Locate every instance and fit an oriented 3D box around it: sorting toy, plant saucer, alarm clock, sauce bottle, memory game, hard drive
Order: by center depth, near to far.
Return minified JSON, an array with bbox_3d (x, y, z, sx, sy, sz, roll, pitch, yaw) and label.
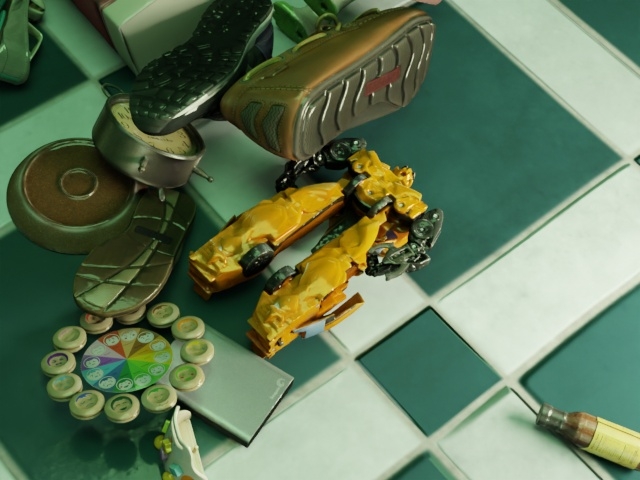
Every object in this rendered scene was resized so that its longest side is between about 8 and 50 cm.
[{"bbox_3d":[-0.144,0.208,1.242,0.044,0.075,0.083,-10,58,-16],"label":"sorting toy"},{"bbox_3d":[-0.206,0.124,1.289,0.186,0.012,0.186,-2,39,2],"label":"memory game"},{"bbox_3d":[-0.110,0.154,1.317,0.135,0.022,0.094,30,57,11],"label":"hard drive"},{"bbox_3d":[0.302,0.214,1.336,0.128,0.042,0.042,23,56,7],"label":"sauce bottle"},{"bbox_3d":[-0.287,-0.061,1.428,0.168,0.029,0.168,4,56,-6],"label":"plant saucer"},{"bbox_3d":[-0.215,-0.128,1.444,0.129,0.064,0.192,7,38,-44],"label":"alarm clock"}]

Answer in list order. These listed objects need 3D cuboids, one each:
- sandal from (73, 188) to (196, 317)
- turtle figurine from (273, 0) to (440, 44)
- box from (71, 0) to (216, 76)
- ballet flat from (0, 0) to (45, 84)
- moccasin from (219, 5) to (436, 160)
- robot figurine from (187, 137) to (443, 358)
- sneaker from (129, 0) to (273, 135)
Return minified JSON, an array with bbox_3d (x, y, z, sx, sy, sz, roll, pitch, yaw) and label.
[{"bbox_3d":[-0.208,0.020,1.374,0.090,0.060,0.219,21,41,1],"label":"sandal"},{"bbox_3d":[0.037,-0.407,1.620,0.197,0.275,0.266,16,51,44],"label":"turtle figurine"},{"bbox_3d":[-0.251,-0.351,1.550,0.148,0.127,0.232,-38,68,-11],"label":"box"},{"bbox_3d":[-0.388,-0.286,1.549,0.068,0.072,0.213,21,51,-29],"label":"ballet flat"},{"bbox_3d":[0.020,-0.208,1.494,0.147,0.139,0.380,25,42,25],"label":"moccasin"},{"bbox_3d":[0.000,0.000,1.402,0.291,0.085,0.211,-35,68,-27],"label":"robot figurine"},{"bbox_3d":[-0.125,-0.182,1.459,0.107,0.124,0.283,12,40,23],"label":"sneaker"}]
